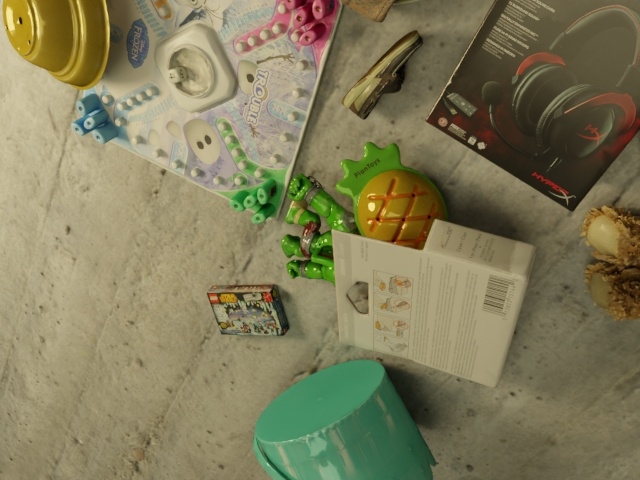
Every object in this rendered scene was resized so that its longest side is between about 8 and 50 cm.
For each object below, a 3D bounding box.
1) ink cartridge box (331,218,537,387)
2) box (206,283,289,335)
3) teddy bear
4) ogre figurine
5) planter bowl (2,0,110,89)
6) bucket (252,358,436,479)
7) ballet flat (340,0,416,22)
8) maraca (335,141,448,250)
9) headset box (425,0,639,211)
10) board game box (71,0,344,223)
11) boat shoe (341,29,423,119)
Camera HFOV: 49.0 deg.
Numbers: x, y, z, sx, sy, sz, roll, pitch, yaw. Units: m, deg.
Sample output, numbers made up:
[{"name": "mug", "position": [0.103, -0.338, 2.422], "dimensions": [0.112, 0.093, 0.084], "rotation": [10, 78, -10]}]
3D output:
[{"name": "ink cartridge box", "position": [0.154, 0.086, 1.023], "dimensions": [0.261, 0.066, 0.296], "rotation": [15, 144, 16]}, {"name": "box", "position": [-0.131, 0.126, 1.267], "dimensions": [0.137, 0.027, 0.093], "rotation": [-4, 115, 27]}, {"name": "teddy bear", "position": [0.497, 0.032, 0.880], "dimensions": [0.338, 0.113, 0.245], "rotation": [-14, 104, 39]}, {"name": "ogre figurine", "position": [0.000, 0.000, 1.092], "dimensions": [0.118, 0.097, 0.197], "rotation": [27, 115, 23]}, {"name": "planter bowl", "position": [-0.412, -0.331, 1.054], "dimensions": [0.217, 0.090, 0.217], "rotation": [18, 117, 41]}, {"name": "bucket", "position": [0.034, 0.338, 1.169], "dimensions": [0.281, 0.281, 0.183], "rotation": [-20, 101, 33]}, {"name": "ballet flat", "position": [0.153, -0.365, 0.820], "dimensions": [0.106, 0.107, 0.316], "rotation": [40, 135, -26]}, {"name": "maraca", "position": [0.104, -0.053, 1.006], "dimensions": [0.127, 0.099, 0.185], "rotation": [-36, 97, 4]}, {"name": "headset box", "position": [0.293, -0.216, 0.816], "dimensions": [0.218, 0.110, 0.293], "rotation": [34, 127, 6]}, {"name": "board game box", "position": [-0.198, -0.255, 1.066], "dimensions": [0.390, 0.050, 0.389], "rotation": [27, 125, 10]}, {"name": "boat shoe", "position": [0.091, -0.221, 0.950], "dimensions": [0.049, 0.056, 0.152], "rotation": [43, 136, -9]}]
